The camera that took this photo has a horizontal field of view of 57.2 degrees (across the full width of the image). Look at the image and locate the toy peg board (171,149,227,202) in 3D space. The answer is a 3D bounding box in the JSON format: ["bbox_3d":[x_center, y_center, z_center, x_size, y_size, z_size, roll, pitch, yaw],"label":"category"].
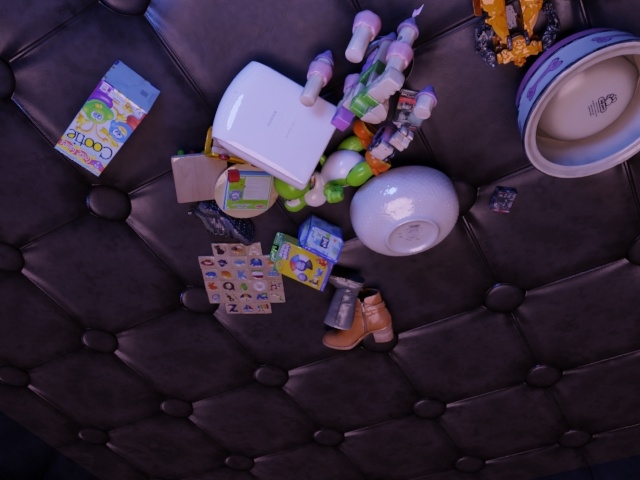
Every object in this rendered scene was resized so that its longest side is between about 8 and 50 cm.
[{"bbox_3d":[-0.368,-0.211,1.804,0.160,0.079,0.161,-8,130,-11],"label":"toy peg board"}]

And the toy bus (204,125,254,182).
[{"bbox_3d":[-0.237,-0.270,1.708,0.191,0.104,0.202,-38,110,-21],"label":"toy bus"}]

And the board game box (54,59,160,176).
[{"bbox_3d":[-0.599,-0.341,1.653,0.142,0.144,0.275,36,121,-23],"label":"board game box"}]

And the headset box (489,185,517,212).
[{"bbox_3d":[0.572,-0.125,1.842,0.062,0.032,0.083,8,130,-3],"label":"headset box"}]

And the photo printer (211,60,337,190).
[{"bbox_3d":[-0.125,-0.318,1.596,0.307,0.107,0.256,29,87,-11],"label":"photo printer"}]

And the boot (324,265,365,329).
[{"bbox_3d":[0.050,0.200,2.068,0.189,0.076,0.208,23,122,7],"label":"boot"}]

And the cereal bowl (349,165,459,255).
[{"bbox_3d":[0.264,-0.061,1.792,0.339,0.141,0.339,-5,141,-4],"label":"cereal bowl"}]

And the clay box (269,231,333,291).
[{"bbox_3d":[-0.068,0.070,1.974,0.222,0.053,0.127,22,119,6],"label":"clay box"}]

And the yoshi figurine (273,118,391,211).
[{"bbox_3d":[0.007,-0.202,1.719,0.362,0.203,0.203,-30,108,27],"label":"yoshi figurine"}]

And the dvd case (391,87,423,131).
[{"bbox_3d":[0.257,-0.370,1.672,0.087,0.013,0.119,9,128,-5],"label":"dvd case"}]

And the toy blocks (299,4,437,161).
[{"bbox_3d":[0.155,-0.426,1.505,0.309,0.260,0.288,32,149,-19],"label":"toy blocks"}]

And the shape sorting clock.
[{"bbox_3d":[-0.228,-0.158,1.827,0.206,0.040,0.206,-11,126,-16],"label":"shape sorting clock"}]

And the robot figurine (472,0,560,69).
[{"bbox_3d":[0.475,-0.572,1.454,0.211,0.085,0.291,-13,126,13],"label":"robot figurine"}]

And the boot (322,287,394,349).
[{"bbox_3d":[0.118,0.285,2.154,0.283,0.109,0.220,-7,121,22],"label":"boot"}]

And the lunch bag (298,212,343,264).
[{"bbox_3d":[0.000,0.000,1.895,0.129,0.151,0.096,26,126,-16],"label":"lunch bag"}]

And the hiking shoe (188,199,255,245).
[{"bbox_3d":[-0.318,-0.054,1.924,0.227,0.086,0.114,41,134,-20],"label":"hiking shoe"}]

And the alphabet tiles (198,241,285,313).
[{"bbox_3d":[-0.278,0.140,2.112,0.285,0.011,0.342,-1,129,4],"label":"alphabet tiles"}]

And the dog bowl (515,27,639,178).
[{"bbox_3d":[0.697,-0.362,1.526,0.408,0.150,0.408,-6,136,-6],"label":"dog bowl"}]
